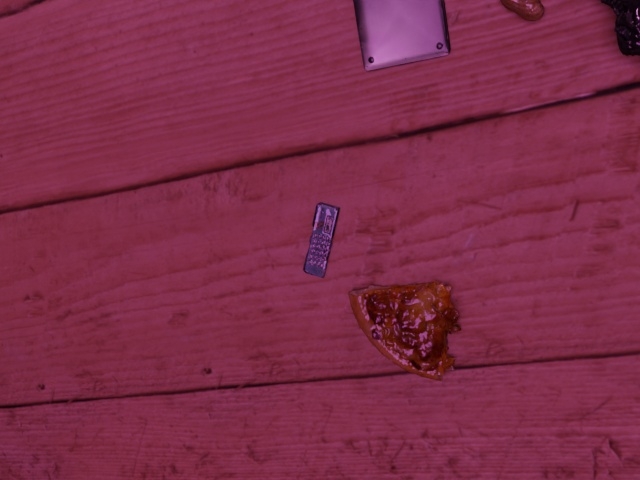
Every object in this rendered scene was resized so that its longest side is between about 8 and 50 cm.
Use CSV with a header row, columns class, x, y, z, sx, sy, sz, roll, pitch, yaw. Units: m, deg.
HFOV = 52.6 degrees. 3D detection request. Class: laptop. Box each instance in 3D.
class,x,y,z,sx,sy,sz,roll,pitch,yaw
laptop,0.158,-0.502,1.338,0.187,0.015,0.269,-7,99,18

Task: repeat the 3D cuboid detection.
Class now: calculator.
class,x,y,z,sx,sy,sz,roll,pitch,yaw
calculator,0.000,0.000,1.487,0.057,0.018,0.172,16,104,12

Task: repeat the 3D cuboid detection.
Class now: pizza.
class,x,y,z,sx,sy,sz,roll,pitch,yaw
pizza,0.206,0.176,1.425,0.289,0.081,0.229,46,109,5

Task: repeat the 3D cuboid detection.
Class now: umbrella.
class,x,y,z,sx,sy,sz,roll,pitch,yaw
umbrella,0.580,-0.464,1.165,0.154,0.128,0.337,-23,91,22

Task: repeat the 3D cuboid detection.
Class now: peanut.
class,x,y,z,sx,sy,sz,roll,pitch,yaw
peanut,0.387,-0.470,1.259,0.113,0.054,0.054,39,109,6
